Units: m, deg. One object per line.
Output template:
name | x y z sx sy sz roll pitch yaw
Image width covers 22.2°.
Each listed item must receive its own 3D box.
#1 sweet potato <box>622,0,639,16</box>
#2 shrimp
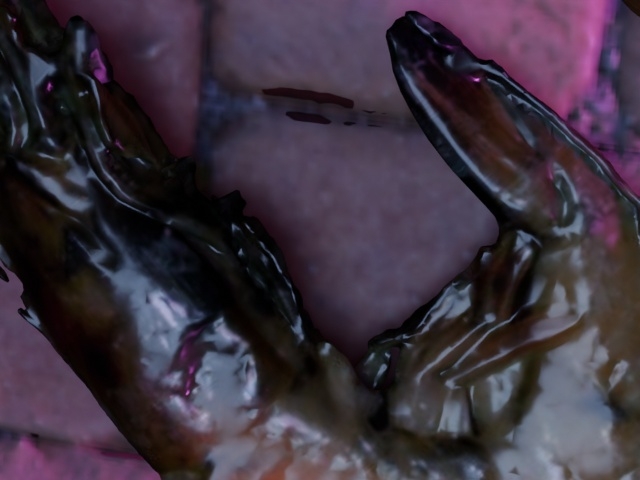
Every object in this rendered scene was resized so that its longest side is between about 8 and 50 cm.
sweet potato | 0.166 -0.096 0.594 0.249 0.059 0.069 23 96 2
shrimp | 0.000 0.000 0.658 0.233 0.071 0.365 -36 94 10
